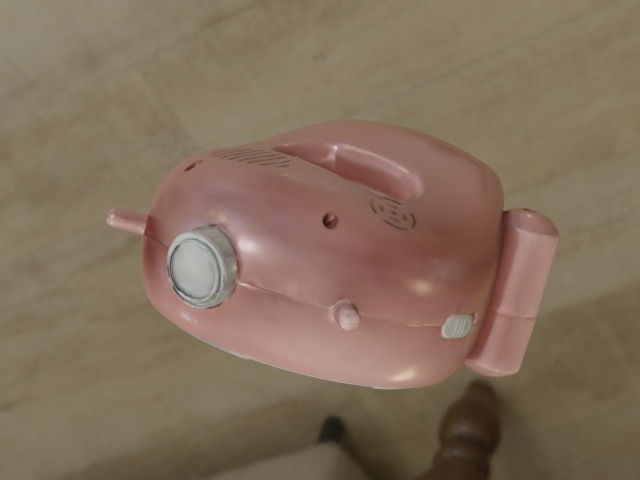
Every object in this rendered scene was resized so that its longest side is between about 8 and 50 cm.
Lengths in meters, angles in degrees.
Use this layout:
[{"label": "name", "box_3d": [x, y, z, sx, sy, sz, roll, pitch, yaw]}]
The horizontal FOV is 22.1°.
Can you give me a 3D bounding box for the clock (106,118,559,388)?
[{"label": "clock", "box_3d": [0.000, 0.000, 1.029, 0.227, 0.241, 0.142, 23, 106, 35]}]
